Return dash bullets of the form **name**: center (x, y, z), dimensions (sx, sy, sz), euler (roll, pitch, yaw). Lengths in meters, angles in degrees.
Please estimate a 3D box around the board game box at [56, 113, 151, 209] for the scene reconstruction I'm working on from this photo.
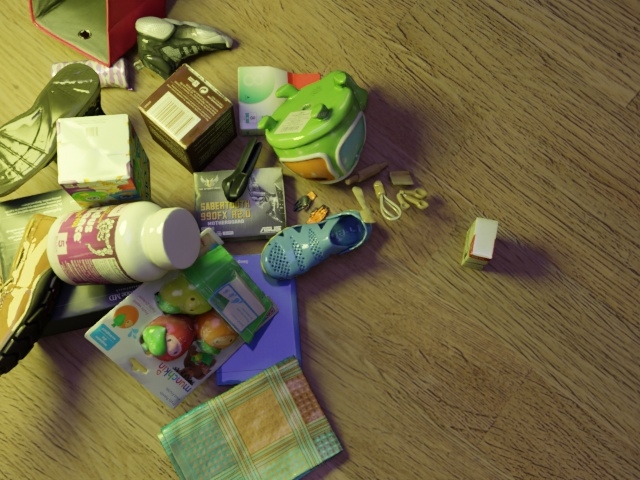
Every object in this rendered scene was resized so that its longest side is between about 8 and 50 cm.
- **board game box**: center (-0.459, -0.149, 1.566), dimensions (0.144, 0.275, 0.142), euler (-5, 77, -4)

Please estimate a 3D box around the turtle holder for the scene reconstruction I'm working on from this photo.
- **turtle holder**: center (0.001, -0.291, 1.840), dimensions (0.243, 0.227, 0.320), euler (-20, 36, 17)

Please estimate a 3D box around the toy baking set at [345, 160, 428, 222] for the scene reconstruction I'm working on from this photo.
- **toy baking set**: center (0.164, -0.127, 1.826), dimensions (0.256, 0.030, 0.197), euler (-23, 51, -37)

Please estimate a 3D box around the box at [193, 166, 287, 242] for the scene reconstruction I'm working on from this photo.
- **box**: center (-0.206, -0.089, 1.858), dimensions (0.231, 0.056, 0.183), euler (-3, 77, -4)

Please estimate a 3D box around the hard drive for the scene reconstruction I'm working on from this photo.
- **hard drive**: center (-0.160, 0.192, 1.798), dimensions (0.210, 0.040, 0.318), euler (-4, 76, -3)

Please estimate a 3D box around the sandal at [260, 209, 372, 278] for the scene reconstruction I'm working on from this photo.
- **sandal**: center (0.000, 0.000, 1.776), dimensions (0.317, 0.138, 0.126), euler (-27, 94, -17)

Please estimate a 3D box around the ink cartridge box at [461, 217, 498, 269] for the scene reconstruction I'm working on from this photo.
- **ink cartridge box**: center (0.400, 0.010, 1.821), dimensions (0.056, 0.135, 0.099), euler (12, 75, 4)

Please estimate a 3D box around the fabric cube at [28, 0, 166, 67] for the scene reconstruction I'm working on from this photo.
- **fabric cube**: center (-0.566, -0.657, 1.848), dimensions (0.254, 0.259, 0.258), euler (30, 55, 5)

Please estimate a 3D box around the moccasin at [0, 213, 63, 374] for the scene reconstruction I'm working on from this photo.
- **moccasin**: center (-0.659, 0.116, 1.562), dimensions (0.147, 0.139, 0.380), euler (18, 76, 3)

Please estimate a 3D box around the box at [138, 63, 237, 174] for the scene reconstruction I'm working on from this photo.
- **box**: center (-0.330, -0.301, 1.830), dimensions (0.168, 0.203, 0.167), euler (41, 78, 7)

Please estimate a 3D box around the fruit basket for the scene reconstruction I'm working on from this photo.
- **fruit basket**: center (-0.291, 0.190, 1.634), dimensions (0.353, 0.327, 0.165), euler (-45, 40, -13)

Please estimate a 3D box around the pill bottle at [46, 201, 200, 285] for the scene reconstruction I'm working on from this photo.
- **pill bottle**: center (-0.408, 0.006, 1.508), dimensions (0.301, 0.169, 0.169), euler (-5, 74, 27)

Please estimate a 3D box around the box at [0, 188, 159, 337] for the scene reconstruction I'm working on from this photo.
- **box**: center (-0.574, 0.043, 1.746), dimensions (0.343, 0.179, 0.312), euler (-12, 76, -5)

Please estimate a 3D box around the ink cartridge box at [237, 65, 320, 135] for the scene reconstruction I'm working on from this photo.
- **ink cartridge box**: center (-0.107, -0.376, 1.937), dimensions (0.225, 0.056, 0.181), euler (-3, 77, -2)

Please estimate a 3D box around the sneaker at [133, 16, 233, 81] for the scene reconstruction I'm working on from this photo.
- **sneaker**: center (-0.372, -0.504, 1.934), dimensions (0.269, 0.153, 0.101), euler (-1, 30, -33)

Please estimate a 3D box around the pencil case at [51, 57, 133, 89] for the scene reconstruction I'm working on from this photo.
- **pencil case**: center (-0.609, -0.435, 1.914), dimensions (0.206, 0.086, 0.088), euler (-5, 111, -2)

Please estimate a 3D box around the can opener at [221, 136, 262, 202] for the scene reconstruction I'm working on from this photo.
- **can opener**: center (-0.192, -0.177, 1.827), dimensions (0.073, 0.059, 0.186), euler (9, 62, 27)

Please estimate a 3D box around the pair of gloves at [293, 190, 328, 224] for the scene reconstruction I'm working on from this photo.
- **pair of gloves**: center (-0.025, -0.083, 1.889), dimensions (0.074, 0.010, 0.083), euler (-42, 81, -11)

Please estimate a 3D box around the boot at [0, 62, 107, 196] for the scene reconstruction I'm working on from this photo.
- **boot**: center (-0.649, -0.224, 1.754), dimensions (0.138, 0.284, 0.377), euler (32, 76, 4)

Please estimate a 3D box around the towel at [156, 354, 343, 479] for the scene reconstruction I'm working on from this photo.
- **towel**: center (-0.161, 0.472, 1.687), dimensions (0.370, 0.040, 0.271), euler (-28, 91, -15)
